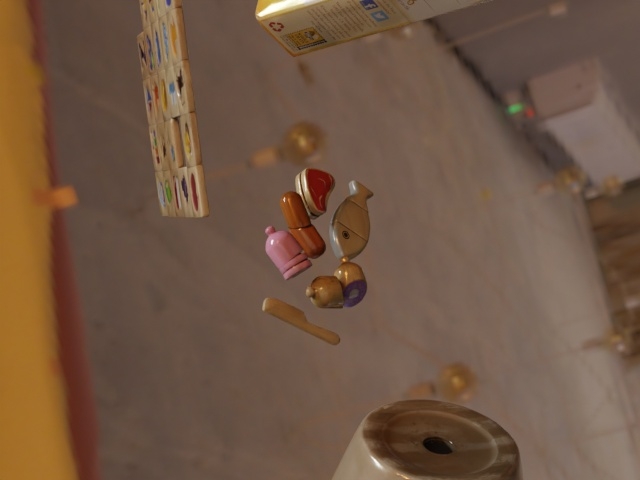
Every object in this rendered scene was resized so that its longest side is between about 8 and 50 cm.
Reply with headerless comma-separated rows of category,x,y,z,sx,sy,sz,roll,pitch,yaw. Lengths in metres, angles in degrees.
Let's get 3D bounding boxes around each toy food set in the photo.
toy food set,0.000,0.000,0.971,0.078,0.019,0.122,27,-130,-25

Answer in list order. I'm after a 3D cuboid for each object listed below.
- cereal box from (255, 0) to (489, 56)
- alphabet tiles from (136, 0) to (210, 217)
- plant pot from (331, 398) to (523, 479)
cereal box,0.083,-0.210,0.911,0.047,0.240,0.173,43,-132,-42
alphabet tiles,-0.125,-0.136,1.264,0.198,0.009,0.237,-175,77,-75
plant pot,0.121,0.355,1.862,0.323,0.323,0.280,-61,-18,-64
